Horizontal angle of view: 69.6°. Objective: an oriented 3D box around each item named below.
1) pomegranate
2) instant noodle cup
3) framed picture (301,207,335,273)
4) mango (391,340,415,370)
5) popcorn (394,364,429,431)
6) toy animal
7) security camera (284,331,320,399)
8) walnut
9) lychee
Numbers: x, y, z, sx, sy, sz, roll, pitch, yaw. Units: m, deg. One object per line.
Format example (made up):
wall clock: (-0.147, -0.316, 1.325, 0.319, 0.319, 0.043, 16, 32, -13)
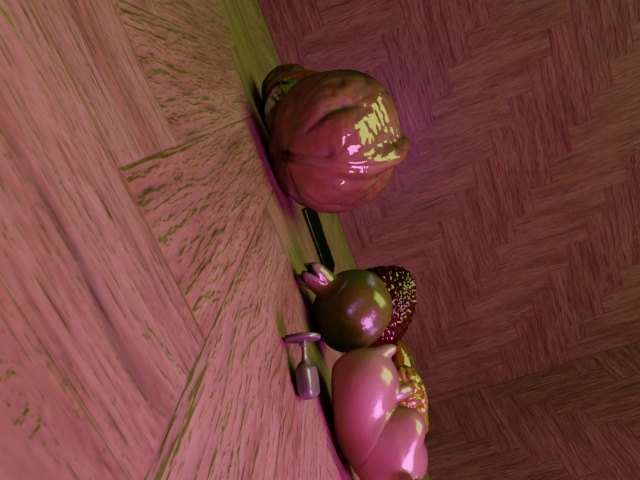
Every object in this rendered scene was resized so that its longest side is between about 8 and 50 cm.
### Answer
pomegranate: (0.051, 0.133, 0.950, 0.210, 0.179, 0.179, 38, 27, -40)
instant noodle cup: (-0.071, -0.407, 1.346, 0.182, 0.230, 0.230, -116, -179, -49)
framed picture: (0.000, 0.000, 1.591, 0.338, 0.014, 0.255, -64, 134, -81)
mango: (0.267, 0.526, 1.684, 0.177, 0.176, 0.329, 30, 55, -47)
popcorn: (0.250, 0.524, 1.428, 0.225, 0.174, 0.285, -87, 166, -55)
toy animal: (0.096, 0.310, 0.794, 0.166, 0.154, 0.250, 110, -40, -63)
security camera: (-0.024, 0.184, 0.671, 0.058, 0.058, 0.092, 56, 28, -67)
walnut: (0.042, -0.243, 1.165, 0.381, 0.381, 0.381, -19, 90, -84)
lychee: (0.152, 0.184, 1.291, 0.236, 0.271, 0.236, 47, -14, 15)
